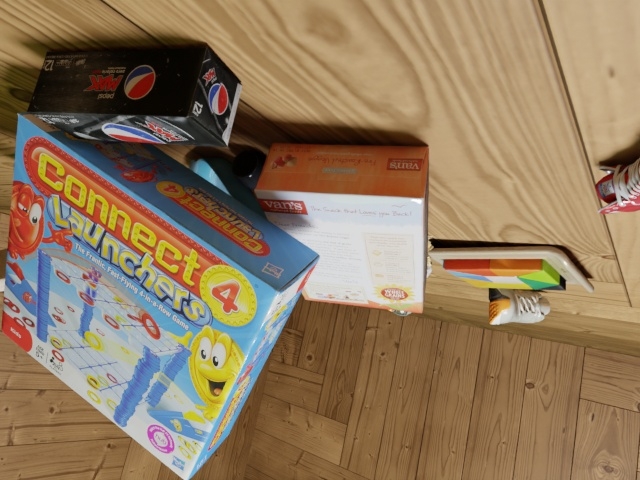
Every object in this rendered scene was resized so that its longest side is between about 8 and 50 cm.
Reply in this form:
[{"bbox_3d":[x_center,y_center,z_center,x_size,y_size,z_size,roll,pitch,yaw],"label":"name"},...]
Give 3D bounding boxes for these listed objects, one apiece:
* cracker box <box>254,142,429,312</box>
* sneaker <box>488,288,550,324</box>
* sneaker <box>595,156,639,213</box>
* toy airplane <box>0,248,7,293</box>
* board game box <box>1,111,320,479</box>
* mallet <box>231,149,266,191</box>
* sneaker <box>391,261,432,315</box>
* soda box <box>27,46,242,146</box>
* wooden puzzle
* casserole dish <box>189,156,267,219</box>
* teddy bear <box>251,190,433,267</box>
[{"bbox_3d":[0.039,-0.004,0.506,0.156,0.067,0.232,5,149,15],"label":"cracker box"},{"bbox_3d":[0.427,0.133,0.980,0.121,0.099,0.262,-1,173,24],"label":"sneaker"},{"bbox_3d":[0.232,-0.047,0.333,0.067,0.042,0.118,-1,166,41],"label":"sneaker"},{"bbox_3d":[-0.364,0.033,0.825,0.386,0.272,0.384,2,-167,-17],"label":"toy airplane"},{"bbox_3d":[-0.199,0.063,0.504,0.308,0.302,0.086,32,-150,11],"label":"board game box"},{"bbox_3d":[-0.004,-0.071,0.519,0.190,0.039,0.062,6,167,15],"label":"mallet"},{"bbox_3d":[0.136,0.073,0.873,0.100,0.108,0.271,12,-177,1],"label":"sneaker"},{"bbox_3d":[-0.153,-0.115,0.373,0.169,0.060,0.053,8,170,23],"label":"soda box"},{"bbox_3d":[0.310,0.052,0.771,0.239,0.044,0.221,4,167,41],"label":"wooden puzzle"},{"bbox_3d":[-0.105,-0.028,0.587,0.037,0.188,0.114,-31,173,-30],"label":"casserole dish"},{"bbox_3d":[0.000,0.000,0.681,0.338,0.113,0.245,12,167,0],"label":"teddy bear"}]
